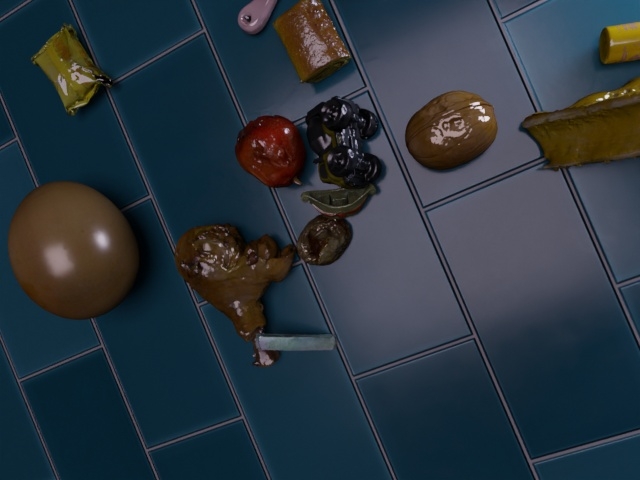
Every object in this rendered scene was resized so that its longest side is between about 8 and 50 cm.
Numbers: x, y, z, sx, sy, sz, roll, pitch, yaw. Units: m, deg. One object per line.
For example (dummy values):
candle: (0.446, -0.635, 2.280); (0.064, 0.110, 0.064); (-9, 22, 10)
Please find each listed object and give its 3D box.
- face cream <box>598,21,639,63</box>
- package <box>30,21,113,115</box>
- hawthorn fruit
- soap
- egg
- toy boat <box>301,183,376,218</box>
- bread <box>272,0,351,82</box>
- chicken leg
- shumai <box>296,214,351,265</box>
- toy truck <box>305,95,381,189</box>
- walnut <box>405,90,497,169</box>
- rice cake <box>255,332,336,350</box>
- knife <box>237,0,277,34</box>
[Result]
face cream: (0.745, -0.430, 1.105); (0.273, 0.078, 0.078); (-4, 93, 14)
package: (-0.688, -0.471, 1.448); (0.168, 0.090, 0.226); (-35, 88, 11)
hawthorn fruit: (-0.123, -0.218, 1.296); (0.174, 0.173, 0.179); (-5, 92, 14)
soap: (0.678, -0.268, 1.155); (0.339, 0.304, 0.169); (-2, 103, 53)
egg: (-0.639, 0.022, 1.365); (0.301, 0.301, 0.374); (-29, 87, 14)
toy boat: (0.047, -0.098, 1.297); (0.185, 0.089, 0.071); (-7, 132, 4)
bread: (-0.020, -0.484, 1.275); (0.132, 0.103, 0.172); (-28, 87, 20)
chicken leg: (-0.177, 0.125, 1.348); (0.295, 0.182, 0.409); (-25, 97, -1)
shumai: (0.008, -0.005, 1.318); (0.139, 0.105, 0.123); (-35, 82, -12)
toy truck: (0.041, -0.226, 1.263); (0.165, 0.147, 0.224); (-12, 81, 39)
walnut: (0.294, -0.249, 1.189); (0.207, 0.167, 0.167); (-25, 88, 16)
rice cake: (-0.061, 0.259, 1.339); (0.211, 0.034, 0.043); (4, 95, -16)
knife: (-0.101, -0.673, 1.324); (0.081, 0.043, 0.336); (37, 96, 15)
